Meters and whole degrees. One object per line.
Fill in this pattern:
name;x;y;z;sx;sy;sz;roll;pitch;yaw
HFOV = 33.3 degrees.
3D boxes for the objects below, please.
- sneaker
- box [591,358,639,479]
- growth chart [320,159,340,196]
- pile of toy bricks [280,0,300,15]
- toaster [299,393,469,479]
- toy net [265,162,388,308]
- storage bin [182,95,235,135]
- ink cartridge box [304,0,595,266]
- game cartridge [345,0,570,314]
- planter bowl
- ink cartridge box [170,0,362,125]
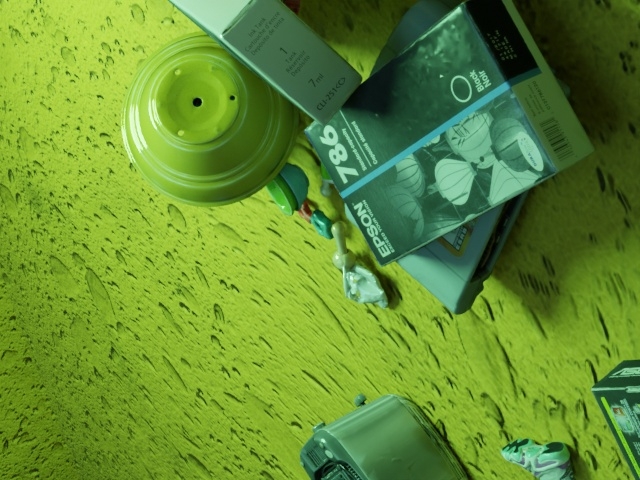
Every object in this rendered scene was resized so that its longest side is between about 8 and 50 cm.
sneaker;0.253;0.267;1.235;0.098;0.038;0.069;-7;110;58
box;0.393;0.233;0.976;0.216;0.060;0.270;-18;101;60
growth chart;0.076;-0.087;1.204;0.237;0.021;0.172;29;137;40
pile of toy bricks;-0.048;-0.302;1.068;0.212;0.118;0.105;119;155;-60
toaster;0.092;0.313;1.409;0.227;0.146;0.129;52;150;13
toy net;0.000;0.000;1.350;0.232;0.045;0.122;56;164;-6
storage bin;-0.115;-0.152;1.374;0.091;0.098;0.135;26;144;1
ink cartridge box;0.091;-0.083;1.016;0.165;0.065;0.332;60;145;3
game cartridge;0.119;-0.085;1.076;0.198;0.062;0.297;39;138;23
planter bowl;-0.137;-0.152;1.249;0.217;0.217;0.090;55;180;8
ink cartridge box;-0.115;-0.251;1.044;0.261;0.066;0.296;39;-177;-32
